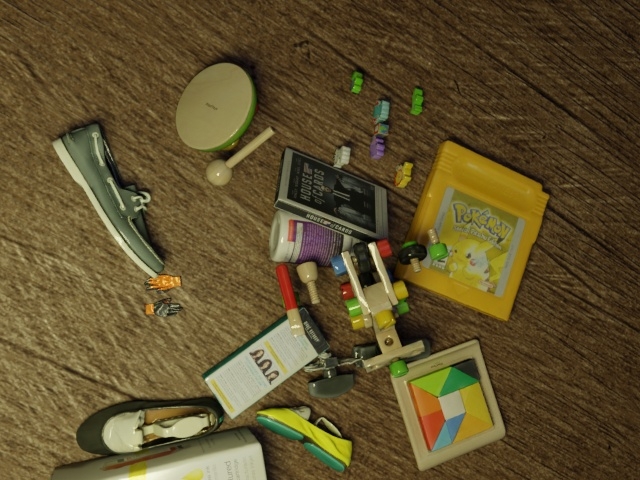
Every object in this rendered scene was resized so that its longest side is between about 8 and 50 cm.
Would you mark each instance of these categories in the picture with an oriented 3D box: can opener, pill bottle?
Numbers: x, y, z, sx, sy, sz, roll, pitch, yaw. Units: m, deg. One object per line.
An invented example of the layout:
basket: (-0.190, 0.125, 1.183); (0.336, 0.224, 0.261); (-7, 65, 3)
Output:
can opener: (0.097, 0.258, 1.516); (0.280, 0.074, 0.093); (-11, 90, -18)
pill bottle: (0.000, 0.000, 1.476); (0.193, 0.108, 0.108); (7, 87, -15)

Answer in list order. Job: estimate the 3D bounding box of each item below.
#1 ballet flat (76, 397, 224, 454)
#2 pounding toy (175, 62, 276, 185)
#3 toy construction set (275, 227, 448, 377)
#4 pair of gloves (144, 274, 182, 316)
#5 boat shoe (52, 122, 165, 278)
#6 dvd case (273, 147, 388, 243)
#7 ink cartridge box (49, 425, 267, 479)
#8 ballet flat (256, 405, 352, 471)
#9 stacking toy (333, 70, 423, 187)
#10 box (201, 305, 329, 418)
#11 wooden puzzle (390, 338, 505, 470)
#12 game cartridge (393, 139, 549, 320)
ballet flat: (-0.322, 0.352, 1.382); (0.280, 0.096, 0.095); (-9, 92, -16)
pounding toy: (-0.171, -0.225, 1.425); (0.183, 0.110, 0.237); (-36, 60, 15)
toy construction set: (0.080, 0.146, 1.387); (0.308, 0.257, 0.237); (-6, 68, -22)
pair of gloves: (-0.311, 0.110, 1.435); (0.074, 0.010, 0.083); (-1, 90, -16)
boat shoe: (-0.376, -0.076, 1.368); (0.099, 0.116, 0.319); (-35, 93, -10)
dvd case: (0.026, -0.087, 1.468); (0.238, 0.030, 0.179); (22, 38, -15)
ink cartridge box: (-0.289, 0.537, 1.354); (0.384, 0.160, 0.279); (-9, 91, -16)
ballet flat: (-0.027, 0.387, 1.486); (0.231, 0.077, 0.077); (36, 59, -15)
stacking toy: (0.125, -0.238, 1.548); (0.166, 0.052, 0.221); (13, 81, -21)
box: (-0.110, 0.243, 1.463); (0.244, 0.060, 0.101); (-34, 98, -14)
wooden puzzle: (0.284, 0.359, 1.581); (0.220, 0.044, 0.239); (-17, 94, -16)
game cartridge: (0.341, -0.019, 1.603); (0.285, 0.052, 0.324); (22, 84, -14)
